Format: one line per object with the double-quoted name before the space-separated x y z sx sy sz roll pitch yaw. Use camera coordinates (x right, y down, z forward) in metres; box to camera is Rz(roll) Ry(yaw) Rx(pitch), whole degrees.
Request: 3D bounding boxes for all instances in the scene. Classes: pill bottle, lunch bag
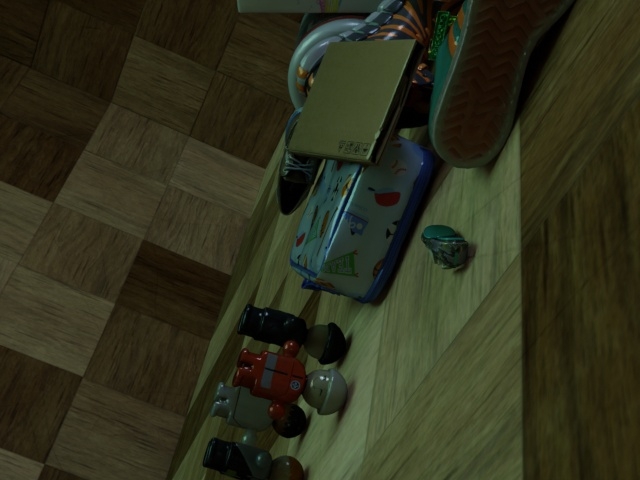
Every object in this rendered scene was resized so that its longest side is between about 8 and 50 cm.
"pill bottle" 0.062 -0.334 1.814 0.363 0.210 0.210 -81 16 -61
"lunch bag" 0.048 -0.032 1.443 0.303 0.115 0.243 -161 91 -81

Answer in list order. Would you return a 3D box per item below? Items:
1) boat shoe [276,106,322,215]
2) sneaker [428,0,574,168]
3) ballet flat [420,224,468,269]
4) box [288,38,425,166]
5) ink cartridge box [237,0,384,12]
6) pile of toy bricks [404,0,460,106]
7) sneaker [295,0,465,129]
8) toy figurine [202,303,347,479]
"boat shoe" -0.027 -0.111 1.523 0.066 0.066 0.183 -79 0 -46
"sneaker" 0.185 -0.229 1.107 0.121 0.108 0.302 -112 44 -72
"ballet flat" 0.128 0.009 1.083 0.114 0.041 0.041 -116 50 -81
"box" 0.042 -0.182 1.342 0.201 0.021 0.164 15 83 58
"ink cartridge box" 0.049 -0.457 1.691 0.207 0.354 0.119 -81 -9 -58
"pile of toy bricks" 0.174 -0.252 1.340 0.105 0.118 0.212 5 -81 -58
"sneaker" 0.136 -0.259 1.503 0.321 0.180 0.124 -39 -33 -19
"toy figurine" -0.056 0.209 1.371 0.213 0.148 0.209 -97 25 -70
